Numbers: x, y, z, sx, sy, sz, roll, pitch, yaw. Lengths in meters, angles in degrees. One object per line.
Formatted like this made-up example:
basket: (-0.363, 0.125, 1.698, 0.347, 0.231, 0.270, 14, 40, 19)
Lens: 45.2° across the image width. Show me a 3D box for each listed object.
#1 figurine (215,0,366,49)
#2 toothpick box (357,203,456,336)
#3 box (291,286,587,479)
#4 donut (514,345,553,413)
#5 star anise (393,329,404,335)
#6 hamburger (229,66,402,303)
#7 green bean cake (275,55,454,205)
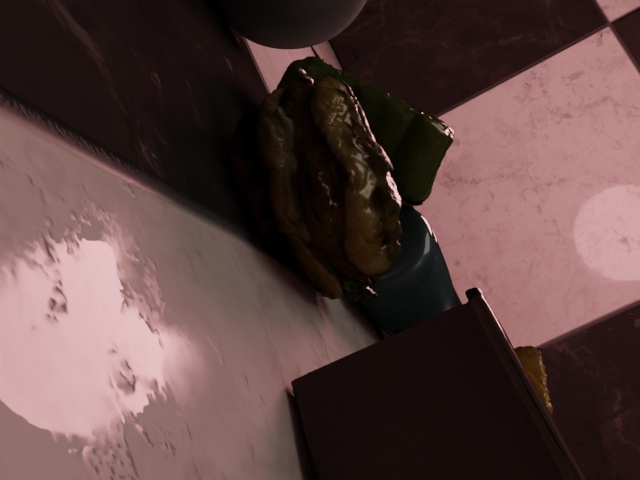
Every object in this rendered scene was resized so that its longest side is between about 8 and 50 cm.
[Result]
figurine: (-0.031, -0.380, 1.100, 0.382, 0.224, 0.205, -76, 141, -76)
toothpick box: (0.096, 0.049, 0.923, 0.184, 0.120, 0.120, 55, 12, -51)
box: (0.101, 0.189, 0.478, 0.188, 0.153, 0.252, 56, 12, -42)
donut: (0.239, 0.260, 1.033, 0.101, 0.152, 0.259, -86, 160, -45)
star anise: (0.168, 0.202, 0.876, 0.272, 0.102, 0.272, 57, 1, -1)
hamburger: (-0.005, -0.044, 0.698, 0.206, 0.130, 0.183, 77, -2, -65)
green bean cake: (0.046, -0.126, 0.901, 0.214, 0.113, 0.200, 27, 7, 2)
